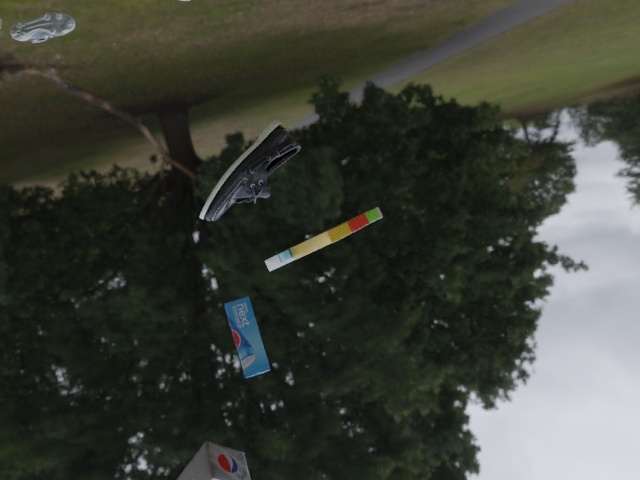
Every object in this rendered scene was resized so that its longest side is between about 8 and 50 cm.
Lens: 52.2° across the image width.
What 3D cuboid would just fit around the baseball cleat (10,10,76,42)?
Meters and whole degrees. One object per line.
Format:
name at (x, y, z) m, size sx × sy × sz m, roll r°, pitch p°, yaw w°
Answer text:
baseball cleat at (-0.807, -0.631, 1.935) m, size 0.205 × 0.072 × 0.109 m, roll -4°, pitch -170°, yaw 8°

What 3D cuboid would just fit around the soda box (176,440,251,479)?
soda box at (-0.245, 0.516, 1.214) m, size 0.286 × 0.091 × 0.098 m, roll -53°, pitch -150°, yaw 13°

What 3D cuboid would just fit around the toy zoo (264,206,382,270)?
toy zoo at (0.000, 0.000, 1.510) m, size 0.192 × 0.030 × 0.293 m, roll -25°, pitch -179°, yaw 35°

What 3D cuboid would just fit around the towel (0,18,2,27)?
towel at (-0.741, -0.327, 1.260) m, size 0.282 × 0.049 × 0.187 m, roll -26°, pitch -144°, yaw 25°

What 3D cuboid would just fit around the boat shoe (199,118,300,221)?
boat shoe at (-0.161, -0.153, 1.599) m, size 0.340 × 0.113 × 0.127 m, roll -55°, pitch -177°, yaw -36°

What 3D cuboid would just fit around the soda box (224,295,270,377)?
soda box at (-0.202, 0.266, 1.789) m, size 0.071 × 0.210 × 0.067 m, roll -16°, pitch 169°, yaw -12°
